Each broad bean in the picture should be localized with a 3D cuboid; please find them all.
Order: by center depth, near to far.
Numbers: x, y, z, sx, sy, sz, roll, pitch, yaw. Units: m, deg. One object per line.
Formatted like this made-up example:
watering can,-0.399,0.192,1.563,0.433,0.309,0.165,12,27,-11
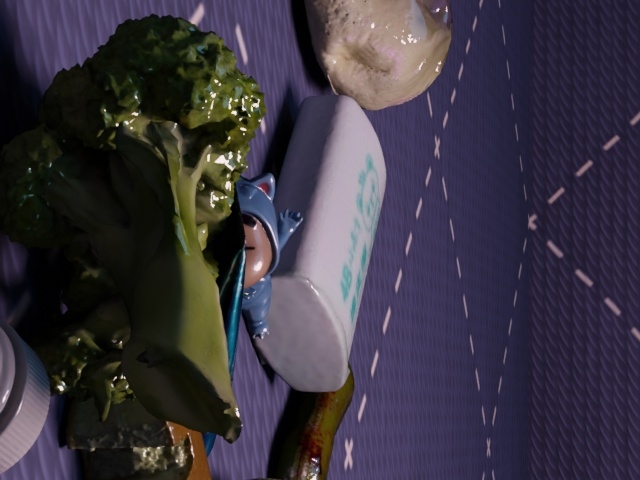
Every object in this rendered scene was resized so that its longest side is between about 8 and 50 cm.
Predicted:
broad bean,-0.005,0.210,1.602,0.339,0.061,0.077,-70,161,-47

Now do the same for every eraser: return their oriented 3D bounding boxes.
eraser,0.000,0.000,1.564,0.189,0.104,0.290,67,27,-43

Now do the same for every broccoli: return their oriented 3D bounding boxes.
broccoli,-0.151,0.010,0.981,0.254,0.186,0.302,-47,-154,52

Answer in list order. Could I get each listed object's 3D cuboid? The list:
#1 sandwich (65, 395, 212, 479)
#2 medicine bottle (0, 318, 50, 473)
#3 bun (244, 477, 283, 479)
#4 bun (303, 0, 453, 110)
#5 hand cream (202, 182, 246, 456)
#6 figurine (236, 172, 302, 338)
sandwich,-0.141,0.170,1.118,0.088,0.090,0.244,-58,143,-64
medicine bottle,-0.235,0.065,0.801,0.168,0.105,0.105,61,33,-56
bun,-0.041,0.351,1.342,0.244,0.153,0.244,4,90,-73
bun,0.075,-0.295,1.714,0.273,0.168,0.273,-9,90,-73
hand cream,-0.091,0.065,1.159,0.120,0.061,0.270,-102,-157,-50
figurine,-0.085,0.029,1.296,0.178,0.114,0.144,84,18,-44
